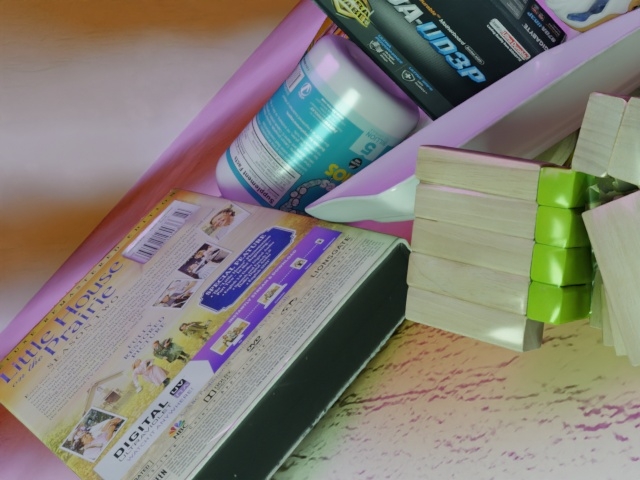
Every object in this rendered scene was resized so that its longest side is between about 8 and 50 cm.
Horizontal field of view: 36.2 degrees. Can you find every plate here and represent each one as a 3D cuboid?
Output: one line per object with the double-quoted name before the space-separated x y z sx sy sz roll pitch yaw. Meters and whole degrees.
"plate" 0.134 -0.087 0.760 0.277 0.045 0.278 -33 6 -10

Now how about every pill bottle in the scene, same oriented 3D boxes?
"pill bottle" -0.021 -0.096 1.127 0.264 0.146 0.146 -47 16 21

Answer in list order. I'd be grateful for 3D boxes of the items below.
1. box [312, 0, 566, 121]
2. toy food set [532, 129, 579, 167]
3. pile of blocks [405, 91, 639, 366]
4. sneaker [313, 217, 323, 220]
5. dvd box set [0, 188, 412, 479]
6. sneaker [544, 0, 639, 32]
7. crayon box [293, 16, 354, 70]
"box" 0.106 -0.231 0.974 0.175 0.220 0.051 -24 28 54
"toy food set" 0.174 -0.061 0.775 0.083 0.020 0.082 -52 17 -8
"pile of blocks" 0.209 -0.024 0.504 0.362 0.148 0.113 -21 -11 42
"sneaker" 0.000 0.000 1.041 0.059 0.053 0.144 -55 18 -23
"dvd box set" -0.132 0.092 0.914 0.307 0.062 0.420 -48 30 -19
"sneaker" 0.291 -0.304 0.815 0.296 0.131 0.112 -38 18 31
"crayon box" 0.119 -0.334 1.368 0.363 0.106 0.313 -35 22 41
